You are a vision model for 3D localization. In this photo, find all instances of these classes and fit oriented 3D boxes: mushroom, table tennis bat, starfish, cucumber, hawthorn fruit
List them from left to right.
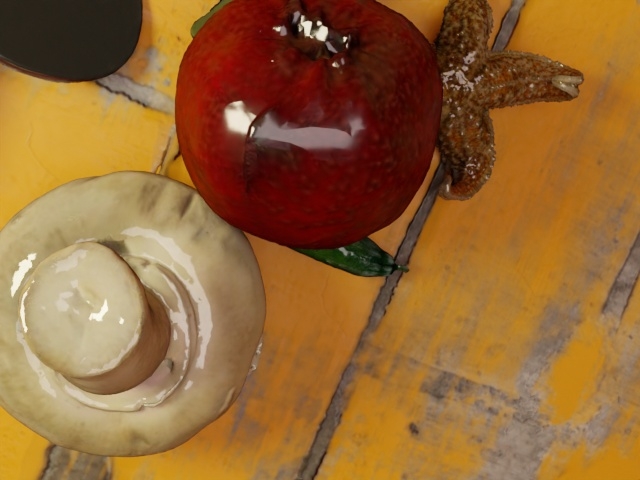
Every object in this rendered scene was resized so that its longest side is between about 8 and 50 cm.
[{"bbox_3d":[-0.319,-0.257,0.838,0.301,0.022,0.173,6,85,-38],"label":"table tennis bat"},{"bbox_3d":[-0.227,0.064,0.876,0.315,0.315,0.356,-39,142,-4],"label":"mushroom"},{"bbox_3d":[-0.011,-0.106,0.846,0.265,0.265,0.307,-15,147,-11],"label":"hawthorn fruit"},{"bbox_3d":[0.000,0.000,1.017,0.250,0.056,0.056,24,95,-16],"label":"cucumber"},{"bbox_3d":[0.145,-0.202,0.986,0.303,0.113,0.312,32,95,-18],"label":"starfish"}]

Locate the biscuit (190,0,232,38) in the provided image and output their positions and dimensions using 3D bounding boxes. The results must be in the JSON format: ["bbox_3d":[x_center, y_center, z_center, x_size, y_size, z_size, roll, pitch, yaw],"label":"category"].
[{"bbox_3d":[-0.004,-0.307,0.939,0.322,0.099,0.038,-37,141,-6],"label":"biscuit"}]
